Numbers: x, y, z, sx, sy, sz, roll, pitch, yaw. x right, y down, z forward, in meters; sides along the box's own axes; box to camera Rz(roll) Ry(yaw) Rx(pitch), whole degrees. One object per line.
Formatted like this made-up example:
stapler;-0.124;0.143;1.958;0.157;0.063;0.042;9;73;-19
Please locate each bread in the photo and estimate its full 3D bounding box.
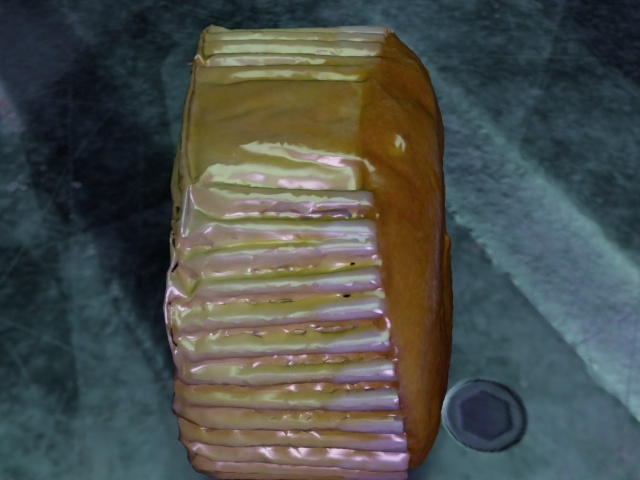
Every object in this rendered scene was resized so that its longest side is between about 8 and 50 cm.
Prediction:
bread;0.000;0.000;0.512;0.133;0.179;0.250;-4;42;5
